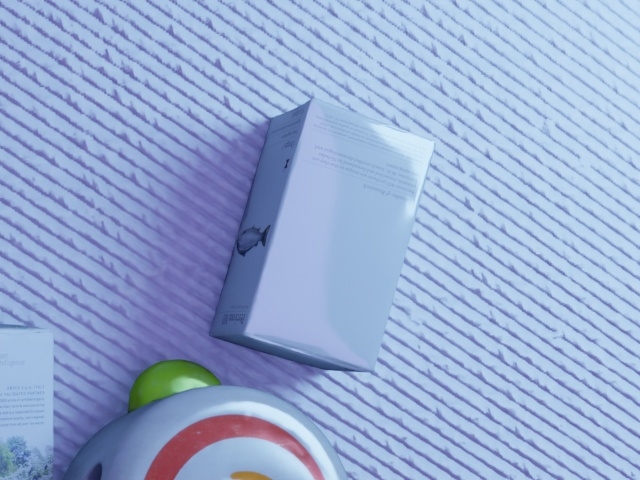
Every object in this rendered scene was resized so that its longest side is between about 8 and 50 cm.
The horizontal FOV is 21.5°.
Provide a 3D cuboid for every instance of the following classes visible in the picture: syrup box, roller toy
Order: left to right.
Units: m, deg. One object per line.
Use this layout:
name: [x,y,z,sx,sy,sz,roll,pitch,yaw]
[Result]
syrup box: [-0.247,0.176,1.152,0.093,0.096,0.237,3,84,-51]
roller toy: [-0.077,0.202,1.176,0.209,0.146,0.191,46,62,-9]

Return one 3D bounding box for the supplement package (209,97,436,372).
supplement package: [0.000,0.000,1.252,0.105,0.105,0.179,18,81,-17]
